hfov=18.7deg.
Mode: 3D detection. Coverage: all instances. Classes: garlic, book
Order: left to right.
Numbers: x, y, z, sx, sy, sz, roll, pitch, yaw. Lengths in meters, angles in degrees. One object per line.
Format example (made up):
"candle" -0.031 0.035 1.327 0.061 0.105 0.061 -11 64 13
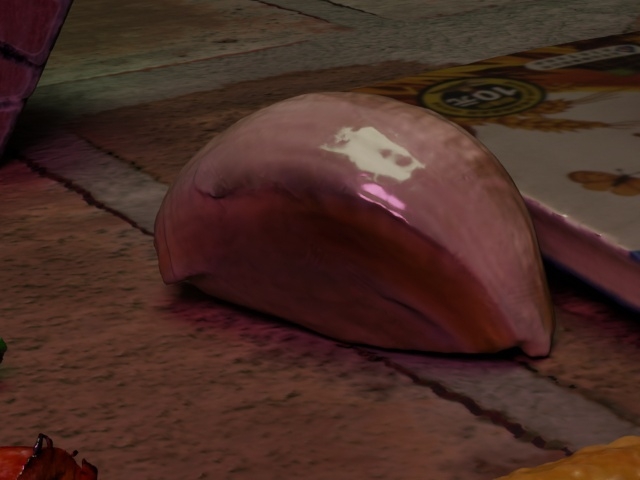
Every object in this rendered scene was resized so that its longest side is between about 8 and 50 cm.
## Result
"garlic" 0.006 -0.012 0.823 0.195 0.101 0.087 8 22 27
"book" 0.236 -0.022 0.884 0.300 0.039 0.428 -12 25 -28

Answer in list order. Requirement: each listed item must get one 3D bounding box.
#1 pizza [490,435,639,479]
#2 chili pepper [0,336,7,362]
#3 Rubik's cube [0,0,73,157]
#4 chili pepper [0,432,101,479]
"pizza" 0.109 0.104 0.455 0.287 0.075 0.280 3 17 44
"chili pepper" -0.233 0.029 0.812 0.227 0.059 0.088 10 26 20
"Rubik's cube" -0.267 -0.178 1.094 0.319 0.264 0.319 -2 18 1
"chili pepper" -0.155 0.102 0.582 0.169 0.065 0.088 -3 43 21
